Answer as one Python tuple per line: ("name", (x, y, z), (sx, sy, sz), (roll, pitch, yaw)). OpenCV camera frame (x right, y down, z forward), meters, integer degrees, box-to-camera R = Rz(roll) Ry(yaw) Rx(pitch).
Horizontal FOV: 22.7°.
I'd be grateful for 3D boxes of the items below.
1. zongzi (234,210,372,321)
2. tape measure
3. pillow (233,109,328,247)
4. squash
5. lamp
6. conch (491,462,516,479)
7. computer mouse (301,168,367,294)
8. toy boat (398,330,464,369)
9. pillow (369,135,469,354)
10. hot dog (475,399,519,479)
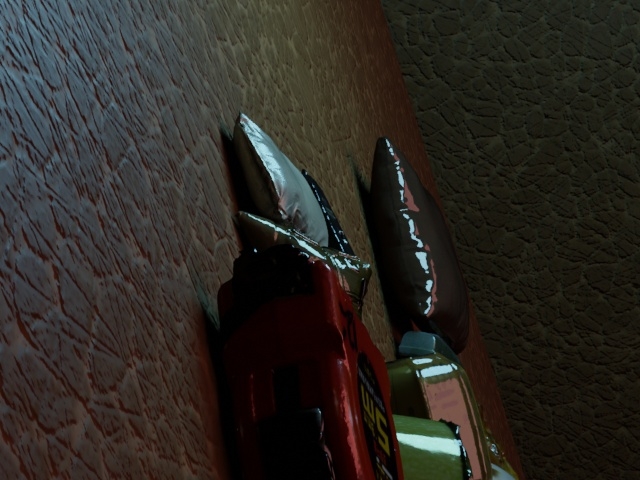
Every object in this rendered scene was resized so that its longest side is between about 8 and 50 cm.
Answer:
("zongzi", (-0.033, 0.082, 1.576), (0.178, 0.081, 0.189), (28, 61, -40))
("tape measure", (-0.005, 0.166, 1.388), (0.253, 0.114, 0.260), (58, 22, -60))
("pillow", (-0.038, -0.048, 1.691), (0.229, 0.051, 0.128), (50, 19, -69))
("squash", (0.063, 0.281, 1.604), (0.220, 0.133, 0.220), (-174, -90, -80))
("lamp", (0.112, 0.229, 1.835), (0.161, 0.161, 0.185), (32, 46, -76))
("conch", (0.183, 0.369, 2.025), (0.149, 0.183, 0.275), (42, -21, 39))
("computer mouse", (0.000, 0.000, 1.854), (0.172, 0.057, 0.099), (65, 9, 14))
("toy boat", (0.176, 0.206, 2.474), (0.260, 0.078, 0.085), (49, 51, -65))
("pillow", (0.155, 0.015, 2.542), (0.308, 0.108, 0.305), (45, 30, -70))
("hot dog", (0.229, 0.341, 2.417), (0.196, 0.122, 0.272), (63, 14, -13))
